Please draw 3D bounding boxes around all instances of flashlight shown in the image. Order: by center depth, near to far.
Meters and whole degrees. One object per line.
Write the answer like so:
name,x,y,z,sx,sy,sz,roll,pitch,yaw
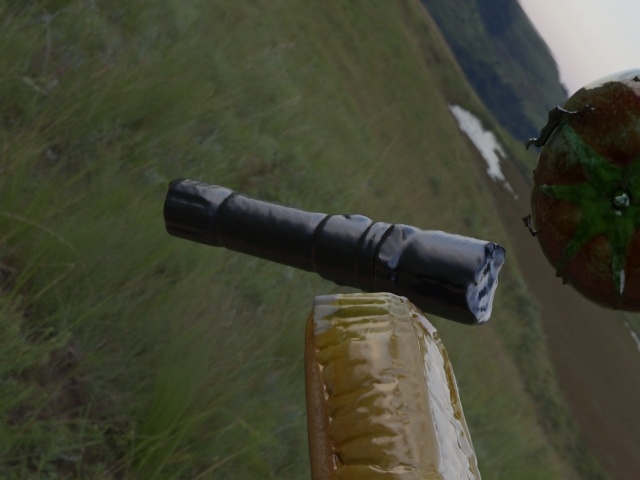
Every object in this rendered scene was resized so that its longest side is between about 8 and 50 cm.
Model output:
flashlight,0.000,0.000,0.953,0.424,0.103,0.103,15,4,25

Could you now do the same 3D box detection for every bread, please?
bread,0.063,0.184,0.712,0.152,0.119,0.288,47,29,-53

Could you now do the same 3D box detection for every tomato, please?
tomato,0.413,-0.058,1.003,0.239,0.303,0.303,-8,62,-44
